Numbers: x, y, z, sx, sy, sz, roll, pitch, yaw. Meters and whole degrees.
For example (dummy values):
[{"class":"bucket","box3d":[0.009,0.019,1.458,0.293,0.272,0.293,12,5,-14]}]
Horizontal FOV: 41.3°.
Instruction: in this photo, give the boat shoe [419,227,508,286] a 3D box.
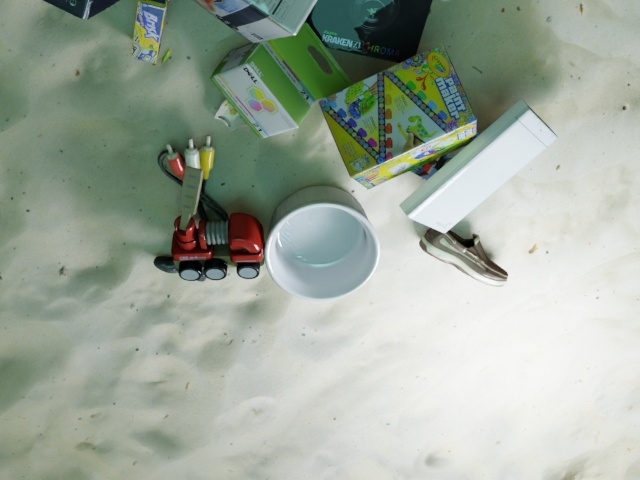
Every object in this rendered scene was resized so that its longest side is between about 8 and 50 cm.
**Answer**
[{"class":"boat shoe","box3d":[0.381,0.032,2.156,0.257,0.095,0.095,24,110,-18]}]

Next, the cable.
[{"class":"cable","box3d":[-0.299,-0.119,2.015,0.139,0.072,0.287,-11,121,0]}]

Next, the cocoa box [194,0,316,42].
[{"class":"cocoa box","box3d":[-0.125,-0.535,1.596,0.228,0.347,0.231,31,91,-20]}]

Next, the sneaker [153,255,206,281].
[{"class":"sneaker","box3d":[-0.324,0.048,2.129,0.170,0.051,0.089,19,117,-21]}]

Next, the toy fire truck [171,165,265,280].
[{"class":"toy fire truck","box3d":[-0.247,-0.038,1.990,0.217,0.159,0.246,-2,144,3]}]

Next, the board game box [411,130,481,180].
[{"class":"board game box","box3d":[0.328,-0.198,2.045,0.211,0.039,0.160,25,116,-19]}]

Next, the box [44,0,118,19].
[{"class":"box","box3d":[-0.534,-0.642,1.563,0.395,0.212,0.294,25,117,-4]}]

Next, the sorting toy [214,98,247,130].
[{"class":"sorting toy","box3d":[-0.202,-0.290,1.944,0.075,0.045,0.083,-38,117,25]}]

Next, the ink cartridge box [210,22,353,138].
[{"class":"ink cartridge box","box3d":[-0.083,-0.337,1.815,0.255,0.097,0.189,-8,132,47]}]

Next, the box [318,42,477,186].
[{"class":"box","box3d":[0.177,-0.253,1.828,0.279,0.290,0.177,-23,84,8]}]

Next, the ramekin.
[{"class":"ramekin","box3d":[0.000,0.000,2.077,0.277,0.135,0.277,-2,120,-3]}]

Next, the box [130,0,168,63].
[{"class":"box","box3d":[-0.359,-0.453,1.784,0.059,0.054,0.169,12,146,-12]}]

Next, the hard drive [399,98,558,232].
[{"class":"hard drive","box3d":[0.367,-0.160,1.950,0.353,0.047,0.233,-41,153,18]}]

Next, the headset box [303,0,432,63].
[{"class":"headset box","box3d":[0.110,-0.540,1.769,0.246,0.131,0.283,10,119,-12]}]
